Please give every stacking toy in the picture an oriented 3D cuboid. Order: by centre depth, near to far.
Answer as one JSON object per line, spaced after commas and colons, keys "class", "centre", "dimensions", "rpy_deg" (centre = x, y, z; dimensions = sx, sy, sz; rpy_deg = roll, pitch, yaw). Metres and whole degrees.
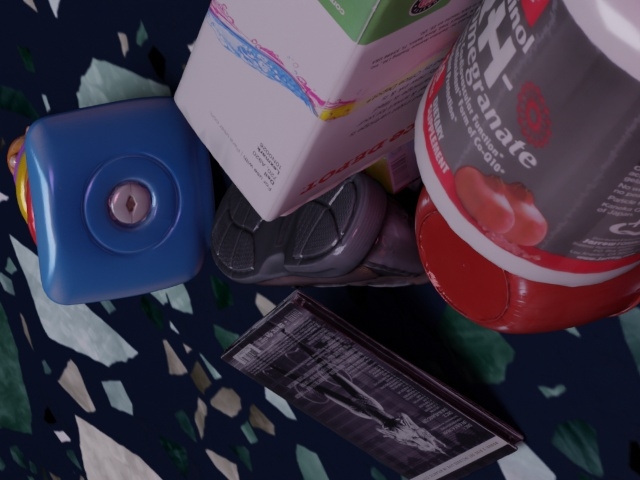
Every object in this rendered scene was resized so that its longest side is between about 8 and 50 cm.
{"class": "stacking toy", "centre": [-0.230, -0.057, 1.709], "dimensions": [0.302, 0.165, 0.175], "rpy_deg": [20, 119, 61]}

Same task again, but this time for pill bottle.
{"class": "pill bottle", "centre": [0.183, -0.117, 1.004], "dimensions": [0.176, 0.176, 0.318], "rpy_deg": [51, 149, 12]}

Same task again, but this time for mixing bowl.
{"class": "mixing bowl", "centre": [0.131, -0.005, 1.259], "dimensions": [0.181, 0.098, 0.181], "rpy_deg": [36, 142, 34]}

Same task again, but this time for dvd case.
{"class": "dvd case", "centre": [0.039, 0.128, 1.502], "dimensions": [0.221, 0.018, 0.164], "rpy_deg": [34, 151, -9]}

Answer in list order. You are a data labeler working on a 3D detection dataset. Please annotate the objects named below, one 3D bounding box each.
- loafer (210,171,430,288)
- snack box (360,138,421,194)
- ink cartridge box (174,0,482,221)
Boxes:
{"class": "loafer", "centre": [0.000, 0.000, 1.437], "dimensions": [0.095, 0.109, 0.302], "rpy_deg": [26, 173, -22]}
{"class": "snack box", "centre": [0.021, -0.113, 1.378], "dimensions": [0.100, 0.037, 0.141], "rpy_deg": [23, 136, 43]}
{"class": "ink cartridge box", "centre": [0.041, -0.159, 1.146], "dimensions": [0.117, 0.201, 0.278], "rpy_deg": [51, 150, 13]}
